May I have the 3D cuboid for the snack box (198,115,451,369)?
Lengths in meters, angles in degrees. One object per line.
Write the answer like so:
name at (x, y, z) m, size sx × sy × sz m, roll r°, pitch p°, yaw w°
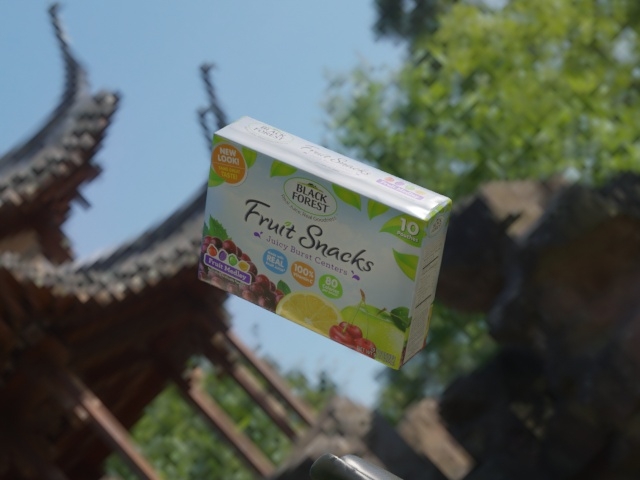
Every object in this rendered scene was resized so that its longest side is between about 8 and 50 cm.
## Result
snack box at (0.000, 0.000, 1.066) m, size 0.037 × 0.141 × 0.100 m, roll -34°, pitch -40°, yaw -51°

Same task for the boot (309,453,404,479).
boot at (0.085, 0.207, 1.263) m, size 0.077 × 0.137 × 0.198 m, roll -53°, pitch -36°, yaw -14°
